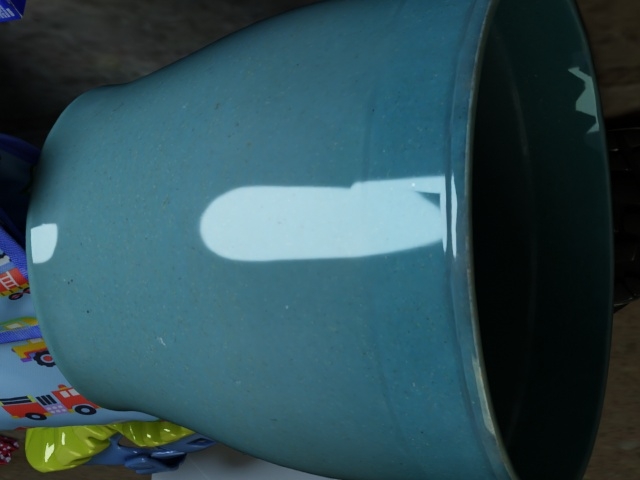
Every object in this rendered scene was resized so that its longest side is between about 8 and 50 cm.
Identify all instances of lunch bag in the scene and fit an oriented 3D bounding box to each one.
[{"bbox_3d":[-0.228,0.009,0.844,0.221,0.138,0.293,-6,155,22],"label":"lunch bag"}]

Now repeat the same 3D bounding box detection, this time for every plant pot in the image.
[{"bbox_3d":[0.000,0.000,0.767,0.255,0.272,0.271,-2,155,24],"label":"plant pot"}]

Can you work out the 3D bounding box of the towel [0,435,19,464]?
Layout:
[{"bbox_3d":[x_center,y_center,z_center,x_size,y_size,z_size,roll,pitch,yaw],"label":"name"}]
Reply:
[{"bbox_3d":[-0.470,0.201,1.464,0.275,0.031,0.199,23,148,-37],"label":"towel"}]

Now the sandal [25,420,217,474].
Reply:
[{"bbox_3d":[-0.120,0.125,1.191,0.138,0.126,0.317,15,160,-30],"label":"sandal"}]

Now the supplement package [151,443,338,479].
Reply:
[{"bbox_3d":[-0.016,0.275,1.377,0.261,0.204,0.145,-10,152,22],"label":"supplement package"}]

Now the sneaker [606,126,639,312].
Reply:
[{"bbox_3d":[0.173,0.005,0.964,0.124,0.107,0.283,-11,163,-45],"label":"sneaker"}]

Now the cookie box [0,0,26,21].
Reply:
[{"bbox_3d":[-0.184,-0.140,0.668,0.107,0.092,0.040,-6,150,18],"label":"cookie box"}]
